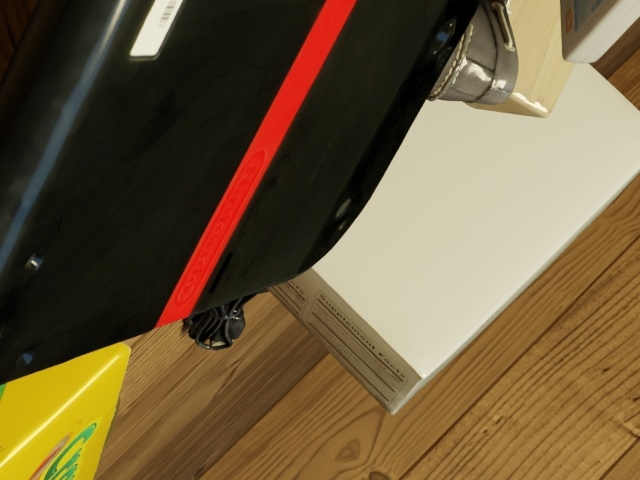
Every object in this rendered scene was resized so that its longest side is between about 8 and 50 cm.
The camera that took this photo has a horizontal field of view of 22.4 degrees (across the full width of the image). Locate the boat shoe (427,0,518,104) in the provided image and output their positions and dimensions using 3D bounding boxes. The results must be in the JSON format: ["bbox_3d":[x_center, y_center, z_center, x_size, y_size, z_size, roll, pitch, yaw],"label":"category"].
[{"bbox_3d":[0.080,-0.133,0.968,0.206,0.065,0.075,-87,-159,-63],"label":"boat shoe"}]

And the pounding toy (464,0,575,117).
[{"bbox_3d":[0.100,-0.147,1.076,0.130,0.100,0.141,-63,-158,-2],"label":"pounding toy"}]

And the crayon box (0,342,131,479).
[{"bbox_3d":[-0.264,0.188,0.905,0.313,0.106,0.363,-42,172,-24],"label":"crayon box"}]

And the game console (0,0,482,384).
[{"bbox_3d":[0.003,-0.131,0.623,0.386,0.060,0.342,-62,162,18],"label":"game console"}]

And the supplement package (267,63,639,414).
[{"bbox_3d":[0.084,-0.039,1.209,0.262,0.204,0.145,-43,172,-15],"label":"supplement package"}]

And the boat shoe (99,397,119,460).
[{"bbox_3d":[-0.230,0.175,1.177,0.073,0.080,0.223,0,-134,39],"label":"boat shoe"}]

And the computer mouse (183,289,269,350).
[{"bbox_3d":[0.000,0.000,1.471,0.272,0.072,0.188,-42,171,-22],"label":"computer mouse"}]

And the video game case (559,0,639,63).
[{"bbox_3d":[0.153,-0.212,0.808,0.023,0.193,0.212,0,169,-8],"label":"video game case"}]
